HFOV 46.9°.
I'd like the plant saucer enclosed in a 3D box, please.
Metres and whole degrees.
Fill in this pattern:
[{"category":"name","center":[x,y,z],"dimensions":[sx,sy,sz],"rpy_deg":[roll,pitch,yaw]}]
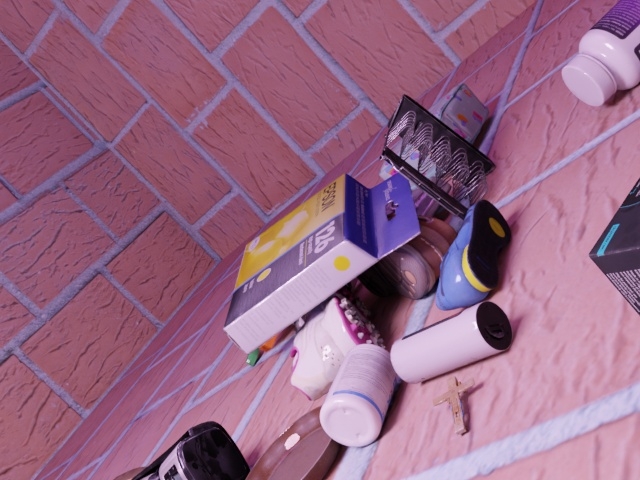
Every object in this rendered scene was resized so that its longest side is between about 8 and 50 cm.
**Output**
[{"category":"plant saucer","center":[-0.031,0.269,0.889],"dimensions":[0.168,0.029,0.168],"rpy_deg":[-42,10,9]}]

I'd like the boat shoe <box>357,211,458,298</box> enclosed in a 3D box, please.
[{"category":"boat shoe","center":[0.116,0.015,1.171],"dimensions":[0.116,0.123,0.324],"rpy_deg":[-42,18,-13]}]

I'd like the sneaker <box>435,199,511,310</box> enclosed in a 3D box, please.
[{"category":"sneaker","center":[0.191,0.017,0.956],"dimensions":[0.082,0.069,0.209],"rpy_deg":[-42,9,36]}]

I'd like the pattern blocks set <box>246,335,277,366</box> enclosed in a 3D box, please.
[{"category":"pattern blocks set","center":[-0.076,0.102,1.462],"dimensions":[0.285,0.026,0.325],"rpy_deg":[-80,15,-61]}]

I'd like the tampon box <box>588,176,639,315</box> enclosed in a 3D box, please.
[{"category":"tampon box","center":[0.295,-0.005,0.501],"dimensions":[0.120,0.101,0.161],"rpy_deg":[-48,11,-22]}]

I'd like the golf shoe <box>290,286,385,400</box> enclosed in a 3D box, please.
[{"category":"golf shoe","center":[0.004,0.134,1.101],"dimensions":[0.140,0.115,0.306],"rpy_deg":[-46,8,6]}]

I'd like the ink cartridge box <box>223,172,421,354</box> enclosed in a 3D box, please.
[{"category":"ink cartridge box","center":[0.000,0.000,1.133],"dimensions":[0.307,0.072,0.304],"rpy_deg":[-38,16,15]}]

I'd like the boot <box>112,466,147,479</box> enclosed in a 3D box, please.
[{"category":"boot","center":[-0.363,0.472,1.188],"dimensions":[0.305,0.112,0.115],"rpy_deg":[-36,22,29]}]

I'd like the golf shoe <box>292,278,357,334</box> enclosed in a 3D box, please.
[{"category":"golf shoe","center":[0.031,0.097,1.311],"dimensions":[0.094,0.077,0.198],"rpy_deg":[-6,38,48]}]

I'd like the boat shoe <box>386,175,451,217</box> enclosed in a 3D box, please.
[{"category":"boat shoe","center":[0.110,-0.030,1.396],"dimensions":[0.320,0.103,0.118],"rpy_deg":[-36,12,42]}]

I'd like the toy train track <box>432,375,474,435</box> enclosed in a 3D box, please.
[{"category":"toy train track","center":[0.134,0.162,0.719],"dimensions":[0.048,0.014,0.083],"rpy_deg":[-33,18,17]}]

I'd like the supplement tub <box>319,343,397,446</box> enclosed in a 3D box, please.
[{"category":"supplement tub","center":[0.046,0.176,0.847],"dimensions":[0.071,0.071,0.107],"rpy_deg":[-37,11,33]}]

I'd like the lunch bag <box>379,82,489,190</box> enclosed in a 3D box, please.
[{"category":"lunch bag","center":[0.249,-0.217,1.630],"dimensions":[0.224,0.108,0.279],"rpy_deg":[-43,6,38]}]

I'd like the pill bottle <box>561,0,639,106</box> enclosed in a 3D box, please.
[{"category":"pill bottle","center":[0.455,-0.293,1.093],"dimensions":[0.193,0.108,0.108],"rpy_deg":[-44,9,-3]}]

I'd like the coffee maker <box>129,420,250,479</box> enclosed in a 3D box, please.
[{"category":"coffee maker","center":[-0.192,0.332,1.013],"dimensions":[0.178,0.120,0.171],"rpy_deg":[-40,9,18]}]

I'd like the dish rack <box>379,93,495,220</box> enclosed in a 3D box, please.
[{"category":"dish rack","center":[0.193,-0.132,1.221],"dimensions":[0.074,0.208,0.271],"rpy_deg":[-53,5,22]}]

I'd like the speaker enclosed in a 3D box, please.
[{"category":"speaker","center":[0.139,0.112,0.794],"dimensions":[0.136,0.055,0.055],"rpy_deg":[-34,13,47]}]
